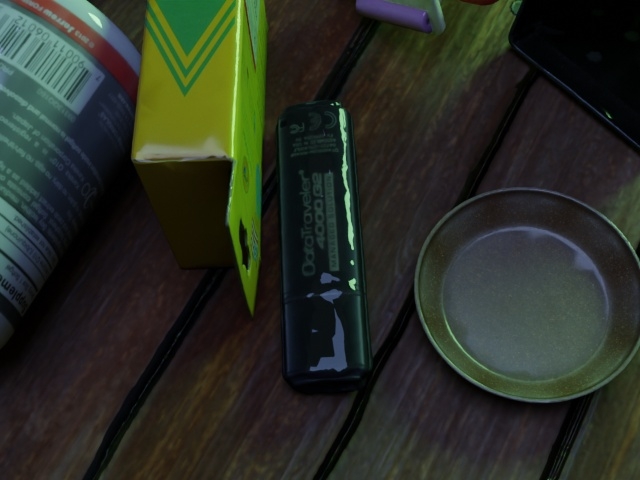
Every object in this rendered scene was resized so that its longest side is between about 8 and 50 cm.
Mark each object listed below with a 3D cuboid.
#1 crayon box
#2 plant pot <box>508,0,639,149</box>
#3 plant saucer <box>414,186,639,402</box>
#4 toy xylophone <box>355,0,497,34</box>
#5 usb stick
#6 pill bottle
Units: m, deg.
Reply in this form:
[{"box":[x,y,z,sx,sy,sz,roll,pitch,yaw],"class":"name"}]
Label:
[{"box":[-0.095,-0.113,0.816,0.081,0.202,0.319,-1,64,2],"class":"crayon box"},{"box":[0.319,-0.228,0.881,0.167,0.188,0.187,-34,67,-28],"class":"plant pot"},{"box":[0.179,0.048,0.823,0.198,0.036,0.199,-1,65,1],"class":"plant saucer"},{"box":[0.162,-0.339,0.916,0.323,0.081,0.236,-49,46,-4],"class":"toy xylophone"},{"box":[0.000,0.000,0.847,0.077,0.045,0.278,-6,65,6],"class":"usb stick"},{"box":[-0.308,-0.032,0.780,0.210,0.210,0.363,24,68,12],"class":"pill bottle"}]
